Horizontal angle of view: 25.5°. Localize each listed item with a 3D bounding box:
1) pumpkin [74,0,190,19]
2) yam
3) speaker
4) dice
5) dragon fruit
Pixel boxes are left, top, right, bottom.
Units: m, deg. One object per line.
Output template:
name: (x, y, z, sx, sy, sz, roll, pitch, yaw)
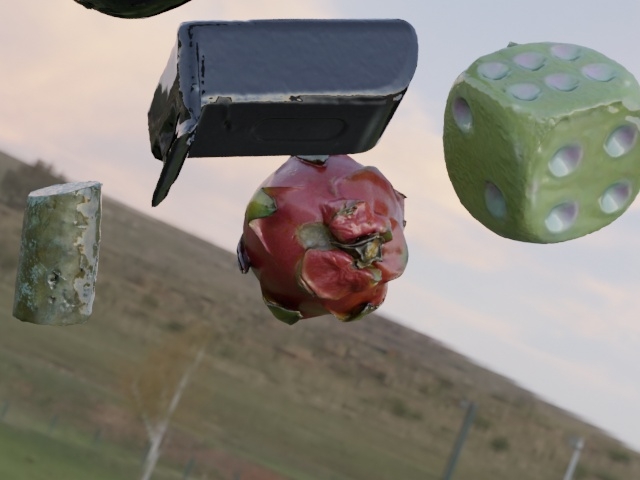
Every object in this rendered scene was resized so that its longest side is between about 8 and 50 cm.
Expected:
pumpkin: (-0.187, -0.328, 1.382, 0.163, 0.233, 0.233, -8, -21, 16)
yam: (-0.351, 0.012, 1.898, 0.107, 0.194, 0.107, 8, 10, -1)
speaker: (-0.048, -0.165, 1.819, 0.388, 0.184, 0.180, -5, -34, -27)
dice: (0.353, -0.158, 2.244, 0.254, 0.252, 0.249, 43, -37, 48)
dragon fruit: (0.000, 0.000, 2.345, 0.305, 0.305, 0.226, 23, 15, 1)
